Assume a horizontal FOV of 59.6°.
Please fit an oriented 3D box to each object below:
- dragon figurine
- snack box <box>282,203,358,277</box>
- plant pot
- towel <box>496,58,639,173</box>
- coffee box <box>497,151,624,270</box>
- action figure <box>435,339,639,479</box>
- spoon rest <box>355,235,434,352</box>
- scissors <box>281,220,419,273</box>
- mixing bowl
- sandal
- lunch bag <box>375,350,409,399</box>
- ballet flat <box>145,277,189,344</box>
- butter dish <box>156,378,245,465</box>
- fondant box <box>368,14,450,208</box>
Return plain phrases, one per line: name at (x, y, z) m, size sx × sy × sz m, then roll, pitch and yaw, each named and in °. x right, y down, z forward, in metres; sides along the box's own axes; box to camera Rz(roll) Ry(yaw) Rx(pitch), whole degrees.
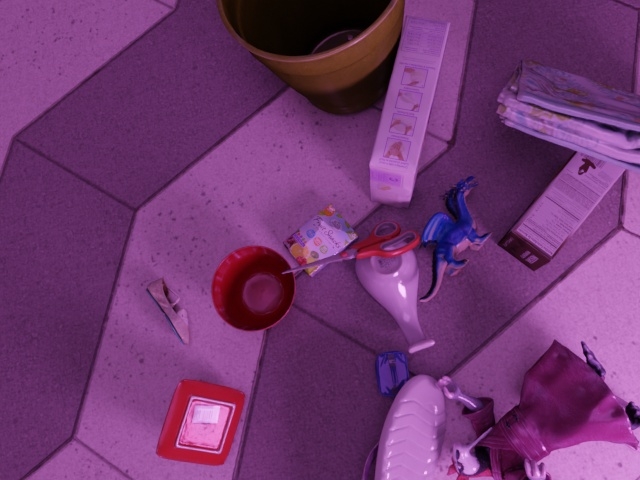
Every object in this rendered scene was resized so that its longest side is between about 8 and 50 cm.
dragon figurine at (0.262, -0.003, 1.195) m, size 0.144 × 0.085 × 0.289 m, roll 40°, pitch 82°, yaw 15°
snack box at (0.000, 0.000, 1.252) m, size 0.141 × 0.037 × 0.100 m, roll -39°, pitch 77°, yaw -4°
plant pot at (0.022, -0.447, 1.180) m, size 0.366 × 0.353 × 0.366 m, roll -4°, pitch 74°, yaw 14°
towel at (0.551, -0.256, 1.119) m, size 0.374 × 0.320 × 0.090 m, roll 23°, pitch 124°, yaw 11°
coffee box at (0.493, -0.067, 1.156) m, size 0.098 × 0.141 × 0.246 m, roll 40°, pitch 85°, yaw 13°
action figure at (0.398, 0.359, 1.079) m, size 0.370 × 0.276 × 0.248 m, roll -40°, pitch 44°, yaw 15°
spoon rest at (0.164, 0.113, 1.196) m, size 0.137 × 0.084 × 0.276 m, roll -19°, pitch 62°, yaw 1°
scissors at (0.070, 0.031, 1.169) m, size 0.297 × 0.021 × 0.109 m, roll -24°, pitch 43°, yaw -22°
mixing bowl at (-0.134, 0.109, 1.211) m, size 0.181 × 0.098 × 0.181 m, roll -2°, pitch 77°, yaw 7°
sandal at (0.138, 0.463, 1.090) m, size 0.102 × 0.169 × 0.416 m, roll 1°, pitch 73°, yaw 49°
lunch bag at (0.148, 0.279, 1.155) m, size 0.067 × 0.065 × 0.098 m, roll -7°, pitch 76°, yaw 5°
ballet flat at (-0.329, 0.154, 1.249) m, size 0.052 × 0.057 × 0.168 m, roll -36°, pitch 76°, yaw -12°
butter dish at (-0.260, 0.368, 1.164) m, size 0.160 × 0.118 × 0.160 m, roll 22°, pitch 80°, yaw -31°
fondant box at (0.185, -0.261, 1.186) m, size 0.096 × 0.238 × 0.330 m, roll 12°, pitch 78°, yaw 9°
